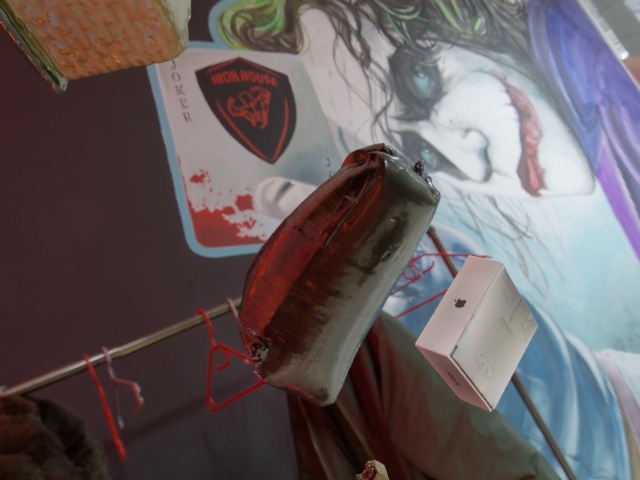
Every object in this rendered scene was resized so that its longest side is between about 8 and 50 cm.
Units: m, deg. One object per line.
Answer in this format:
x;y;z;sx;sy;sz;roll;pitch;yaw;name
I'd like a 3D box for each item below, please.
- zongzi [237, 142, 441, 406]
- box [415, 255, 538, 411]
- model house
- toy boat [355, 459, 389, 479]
0.000;0.000;0.916;0.403;0.208;0.432;-60;20;10;zongzi
0.189;0.110;0.619;0.051;0.130;0.129;12;60;51;box
-0.397;-0.432;0.710;0.343;0.334;0.382;-11;-32;5;model house
0.035;0.414;0.775;0.206;0.072;0.064;-57;14;9;toy boat
